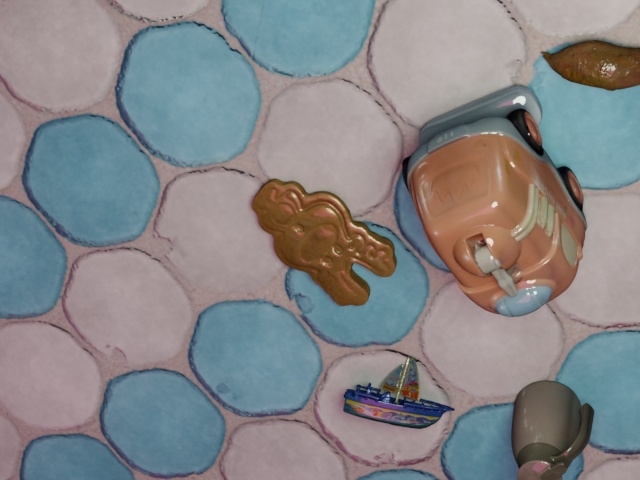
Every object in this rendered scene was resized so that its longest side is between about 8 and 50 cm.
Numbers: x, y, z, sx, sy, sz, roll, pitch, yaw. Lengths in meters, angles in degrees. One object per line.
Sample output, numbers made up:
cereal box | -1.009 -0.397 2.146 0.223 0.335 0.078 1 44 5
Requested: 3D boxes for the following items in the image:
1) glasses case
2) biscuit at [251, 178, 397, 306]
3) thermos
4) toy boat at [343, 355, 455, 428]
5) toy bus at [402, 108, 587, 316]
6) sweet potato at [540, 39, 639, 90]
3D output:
glasses case | 0.223 -0.159 1.856 0.178 0.045 0.067 -21 112 23
biscuit | 0.001 -0.003 2.005 0.236 0.040 0.144 37 114 -9
thermos | 0.346 0.295 1.981 0.137 0.193 0.105 -33 104 26
toy boat | 0.127 0.235 2.078 0.175 0.091 0.110 13 92 4
toy bus | 0.244 -0.022 1.799 0.194 0.232 0.287 -25 130 22
sweet potato | 0.404 -0.229 1.763 0.226 0.068 0.068 6 119 10
